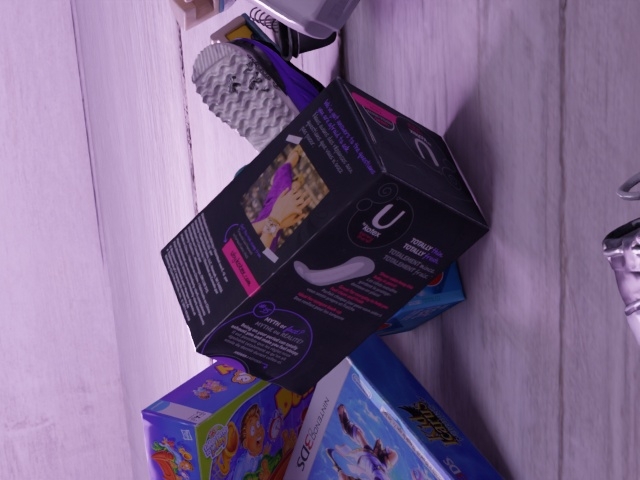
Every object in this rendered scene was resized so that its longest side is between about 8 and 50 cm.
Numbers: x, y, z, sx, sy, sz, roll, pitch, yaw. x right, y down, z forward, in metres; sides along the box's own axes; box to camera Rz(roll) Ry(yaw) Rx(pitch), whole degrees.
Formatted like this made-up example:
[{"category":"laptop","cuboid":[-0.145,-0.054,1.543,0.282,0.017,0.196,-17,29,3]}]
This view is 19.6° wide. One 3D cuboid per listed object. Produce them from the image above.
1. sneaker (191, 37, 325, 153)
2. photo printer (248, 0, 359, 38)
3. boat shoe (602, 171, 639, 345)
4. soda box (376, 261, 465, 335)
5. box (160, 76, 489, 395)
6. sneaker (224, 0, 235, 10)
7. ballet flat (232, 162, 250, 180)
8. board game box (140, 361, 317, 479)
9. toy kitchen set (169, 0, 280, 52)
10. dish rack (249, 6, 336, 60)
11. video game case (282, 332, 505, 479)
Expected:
[{"category":"sneaker","cuboid":[-0.016,-0.122,2.170,0.102,0.146,0.293,-36,88,30]},{"category":"photo printer","cuboid":[-0.103,-0.326,1.877,0.107,0.307,0.256,-57,-3,7]},{"category":"boat shoe","cuboid":[0.257,-0.011,1.204,0.105,0.113,0.306,62,172,7]},{"category":"soda box","cuboid":[0.085,0.055,1.963,0.210,0.071,0.067,136,123,-72]},{"category":"box","cuboid":[0.000,0.000,1.808,0.270,0.165,0.143,-42,46,22]},{"category":"sneaker","cuboid":[-0.233,-0.438,2.597,0.366,0.137,0.210,48,172,12]},{"category":"ballet flat","cuboid":[-0.061,0.022,2.243,0.409,0.147,0.147,-75,-18,-66]},{"category":"board game box","cuboid":[-0.055,0.231,2.119,0.078,0.347,0.233,12,118,33]},{"category":"toy kitchen set","cuboid":[-0.100,-0.333,2.367,0.166,0.122,0.207,48,155,25]},{"category":"dish rack","cuboid":[-0.051,-0.337,2.187,0.271,0.074,0.208,-139,41,-67]},{"category":"video game case","cuboid":[0.075,0.271,1.942,0.269,0.061,0.244,49,137,34]}]
